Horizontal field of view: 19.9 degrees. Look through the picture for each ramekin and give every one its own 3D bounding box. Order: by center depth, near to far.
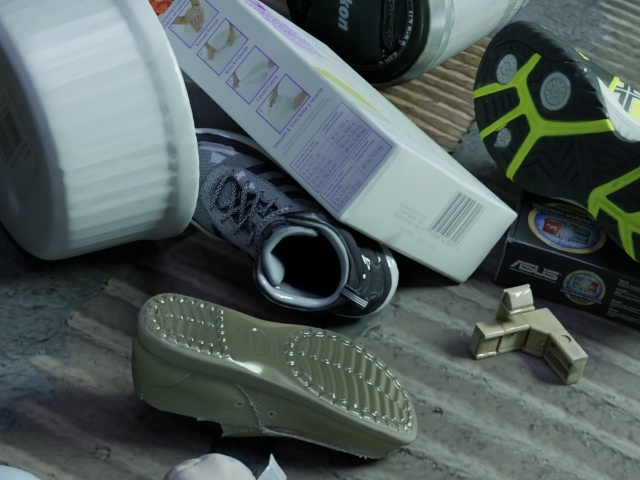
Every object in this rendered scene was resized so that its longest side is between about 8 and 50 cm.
[{"bbox_3d":[-0.235,-0.116,1.678,0.135,0.277,0.277,-19,47,-26],"label":"ramekin"}]

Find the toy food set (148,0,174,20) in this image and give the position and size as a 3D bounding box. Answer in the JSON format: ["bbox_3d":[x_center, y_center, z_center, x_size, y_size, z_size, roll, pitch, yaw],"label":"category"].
[{"bbox_3d":[-0.170,-0.253,2.070,0.083,0.020,0.083,13,38,-5],"label":"toy food set"}]

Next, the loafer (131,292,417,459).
[{"bbox_3d":[-0.044,0.126,1.571,0.268,0.092,0.102,22,37,-15],"label":"loafer"}]

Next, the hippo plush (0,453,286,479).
[{"bbox_3d":[-0.174,0.219,1.288,0.236,0.234,0.294,19,38,6],"label":"hippo plush"}]

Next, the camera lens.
[{"bbox_3d":[0.109,-0.311,2.068,0.219,0.219,0.274,33,41,24],"label":"camera lens"}]

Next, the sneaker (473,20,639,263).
[{"bbox_3d":[0.299,-0.082,1.831,0.147,0.145,0.385,5,35,-47],"label":"sneaker"}]

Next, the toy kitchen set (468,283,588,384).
[{"bbox_3d":[0.197,0.091,1.703,0.083,0.068,0.075,-11,43,-28],"label":"toy kitchen set"}]

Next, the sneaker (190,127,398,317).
[{"bbox_3d":[-0.051,-0.019,1.674,0.268,0.101,0.153,34,7,6],"label":"sneaker"}]

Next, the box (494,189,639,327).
[{"bbox_3d":[0.330,0.001,1.866,0.270,0.060,0.216,18,37,6],"label":"box"}]

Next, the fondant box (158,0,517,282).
[{"bbox_3d":[0.011,-0.114,1.794,0.330,0.096,0.238,43,10,35],"label":"fondant box"}]
